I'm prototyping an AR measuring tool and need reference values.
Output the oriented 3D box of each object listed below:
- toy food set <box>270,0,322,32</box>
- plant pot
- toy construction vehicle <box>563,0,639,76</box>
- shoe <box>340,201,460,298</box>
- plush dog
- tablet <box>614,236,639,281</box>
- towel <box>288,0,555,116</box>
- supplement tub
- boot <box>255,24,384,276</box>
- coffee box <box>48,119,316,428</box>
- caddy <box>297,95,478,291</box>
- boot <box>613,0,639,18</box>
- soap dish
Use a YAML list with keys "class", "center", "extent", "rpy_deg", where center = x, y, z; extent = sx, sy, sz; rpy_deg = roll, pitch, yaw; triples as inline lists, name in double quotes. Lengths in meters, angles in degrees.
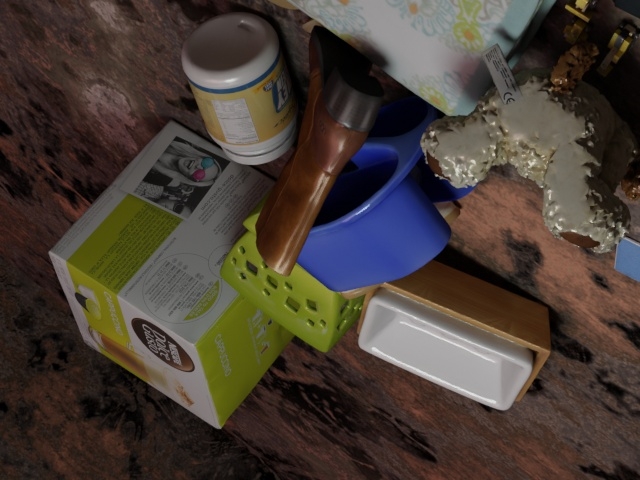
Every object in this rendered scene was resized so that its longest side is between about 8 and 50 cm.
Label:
- class: "toy food set"
  center: [-0.056, -0.361, 1.830]
  extent: [0.192, 0.038, 0.132]
  rpy_deg: [37, 164, -17]
- class: "plant pot"
  center: [0.000, 0.000, 2.143]
  extent: [0.228, 0.227, 0.207]
  rpy_deg: [36, 150, 10]
- class: "toy construction vehicle"
  center: [0.305, -0.232, 1.513]
  extent: [0.086, 0.035, 0.098]
  rpy_deg: [37, 156, 7]
- class: "shoe"
  center: [0.107, 0.003, 2.000]
  extent: [0.058, 0.219, 0.076]
  rpy_deg: [53, 170, -15]
- class: "plush dog"
  center: [0.279, -0.123, 1.571]
  extent: [0.262, 0.210, 0.225]
  rpy_deg: [27, -169, 22]
- class: "tablet"
  center: [0.422, 0.026, 1.825]
  extent: [0.054, 0.006, 0.083]
  rpy_deg: [29, 153, 25]
- class: "towel"
  center: [0.110, -0.318, 1.592]
  extent: [0.320, 0.090, 0.374]
  rpy_deg: [39, 156, 7]
- class: "supplement tub"
  center: [-0.114, -0.222, 2.011]
  extent: [0.144, 0.144, 0.199]
  rpy_deg: [26, 153, 30]
- class: "boot"
  center: [-0.010, -0.125, 1.804]
  extent: [0.096, 0.280, 0.264]
  rpy_deg: [14, -152, -24]
- class: "coffee box"
  center: [-0.224, 0.066, 2.429]
  extent: [0.334, 0.338, 0.337]
  rpy_deg: [31, 155, 20]
- class: "caddy"
  center: [0.056, -0.074, 1.888]
  extent: [0.179, 0.241, 0.341]
  rpy_deg: [43, 148, -22]
- class: "boot"
  center: [0.389, -0.208, 1.355]
  extent: [0.207, 0.094, 0.246]
  rpy_deg: [29, 147, 15]
- class: "soap dish"
  center: [0.209, 0.139, 2.134]
  extent: [0.291, 0.118, 0.229]
  rpy_deg: [22, 154, 6]
